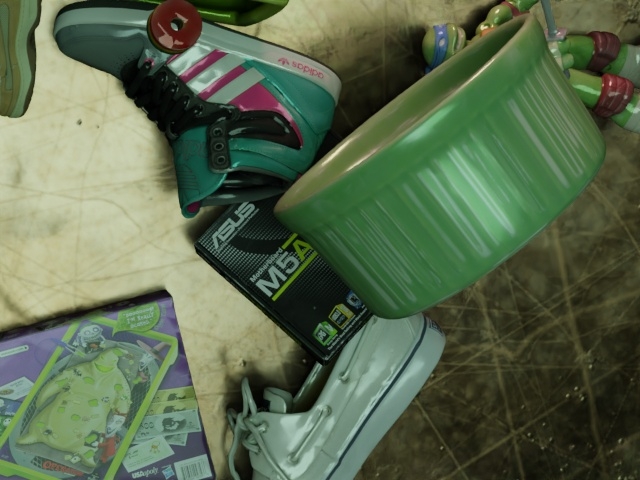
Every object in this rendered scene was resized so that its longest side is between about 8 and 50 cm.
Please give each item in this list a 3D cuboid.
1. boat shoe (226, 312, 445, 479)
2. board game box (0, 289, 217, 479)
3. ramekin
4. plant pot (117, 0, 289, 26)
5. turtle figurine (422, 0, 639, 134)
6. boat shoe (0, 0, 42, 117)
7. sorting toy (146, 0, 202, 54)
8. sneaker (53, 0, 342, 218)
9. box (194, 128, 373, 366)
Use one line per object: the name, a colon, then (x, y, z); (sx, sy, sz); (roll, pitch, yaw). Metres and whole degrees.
boat shoe: (-0.032, 0.197, 1.701); (0.156, 0.136, 0.367); (38, 86, -15)
board game box: (-0.298, 0.195, 1.688); (0.346, 0.056, 0.208); (-14, 105, -10)
ramekin: (0.118, -0.062, 1.521); (0.303, 0.303, 0.148); (-38, 98, -4)
plant pot: (-0.141, -0.331, 1.555); (0.227, 0.228, 0.207); (8, 89, -13)
turtle figurine: (0.257, -0.222, 1.670); (0.266, 0.198, 0.275); (16, 98, -18)
boat shoe: (-0.315, -0.192, 1.574); (0.072, 0.068, 0.190); (-10, 139, -22)
sorting toy: (-0.082, -0.300, 1.434); (0.132, 0.046, 0.275); (2, 85, -16)
sneaker: (-0.135, -0.117, 1.614); (0.295, 0.124, 0.178); (15, 68, -10)
box: (0.000, 0.000, 1.676); (0.184, 0.045, 0.191); (42, 78, 8)
